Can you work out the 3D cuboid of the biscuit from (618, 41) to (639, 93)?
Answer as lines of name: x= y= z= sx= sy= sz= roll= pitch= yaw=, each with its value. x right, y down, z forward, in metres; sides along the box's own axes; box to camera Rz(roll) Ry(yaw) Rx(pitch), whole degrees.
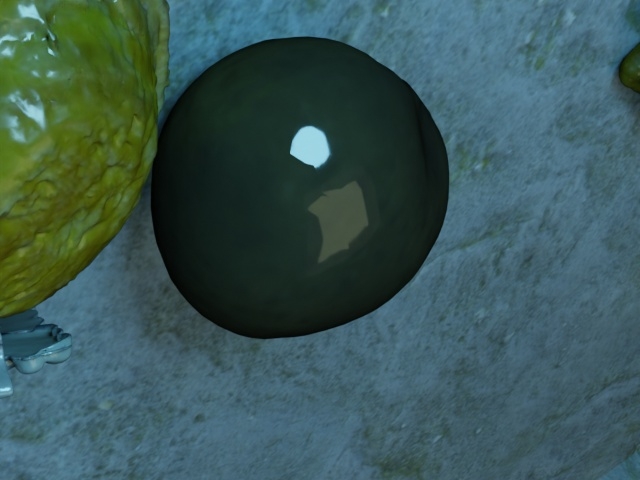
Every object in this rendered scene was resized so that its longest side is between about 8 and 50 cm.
biscuit: x=0.399 y=-0.217 z=1.709 sx=0.183 sy=0.039 sz=0.174 roll=-49 pitch=153 yaw=19

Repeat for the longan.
longan: x=-0.014 y=-0.042 z=1.206 sx=0.246 sy=0.215 sz=0.246 roll=-49 pitch=177 yaw=-4

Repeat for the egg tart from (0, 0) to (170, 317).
egg tart: x=-0.197 y=-0.051 z=1.037 sx=0.319 sy=0.128 sz=0.319 roll=-34 pitch=154 yaw=-19

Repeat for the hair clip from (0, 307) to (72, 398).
hair clip: x=-0.253 y=0.070 z=1.151 sx=0.140 sy=0.054 sz=0.220 roll=-14 pitch=-170 yaw=-18
